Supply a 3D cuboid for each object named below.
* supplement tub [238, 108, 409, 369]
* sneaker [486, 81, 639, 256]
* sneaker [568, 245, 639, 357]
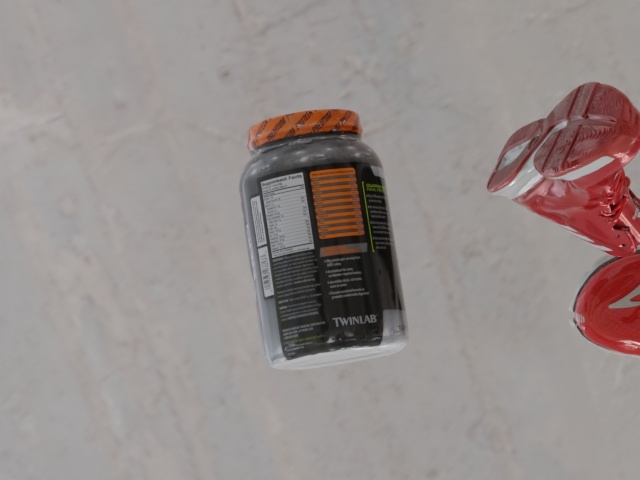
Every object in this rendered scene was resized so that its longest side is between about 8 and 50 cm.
[{"bbox_3d":[0.000,0.000,1.423,0.117,0.117,0.190,-13,80,28],"label":"supplement tub"},{"bbox_3d":[0.231,-0.053,1.448,0.128,0.221,0.087,29,79,-13],"label":"sneaker"},{"bbox_3d":[0.357,0.066,1.579,0.279,0.118,0.107,6,97,-8],"label":"sneaker"}]
